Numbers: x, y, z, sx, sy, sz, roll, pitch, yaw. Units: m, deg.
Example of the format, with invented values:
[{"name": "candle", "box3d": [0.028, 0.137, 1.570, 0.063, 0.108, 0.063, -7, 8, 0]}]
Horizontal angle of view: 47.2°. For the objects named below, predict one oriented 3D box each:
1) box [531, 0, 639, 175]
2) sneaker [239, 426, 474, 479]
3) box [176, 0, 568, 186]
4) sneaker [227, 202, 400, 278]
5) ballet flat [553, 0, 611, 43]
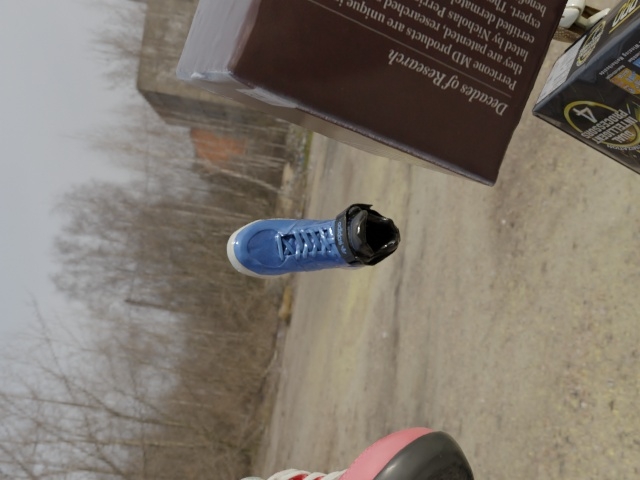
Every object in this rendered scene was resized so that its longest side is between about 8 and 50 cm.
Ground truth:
[{"name": "box", "box3d": [0.420, -0.138, 0.687, 0.097, 0.318, 0.395, -63, 2, -10]}, {"name": "sneaker", "box3d": [-0.019, 0.200, 0.474, 0.136, 0.116, 0.314, 50, 135, 29]}, {"name": "box", "box3d": [0.034, -0.163, 0.439, 0.203, 0.167, 0.168, -70, 23, 6]}, {"name": "sneaker", "box3d": [0.000, -0.001, 0.644, 0.084, 0.152, 0.058, -28, 63, 56]}, {"name": "ballet flat", "box3d": [0.367, -0.304, 1.012, 0.067, 0.206, 0.073, 109, 179, -70]}]
